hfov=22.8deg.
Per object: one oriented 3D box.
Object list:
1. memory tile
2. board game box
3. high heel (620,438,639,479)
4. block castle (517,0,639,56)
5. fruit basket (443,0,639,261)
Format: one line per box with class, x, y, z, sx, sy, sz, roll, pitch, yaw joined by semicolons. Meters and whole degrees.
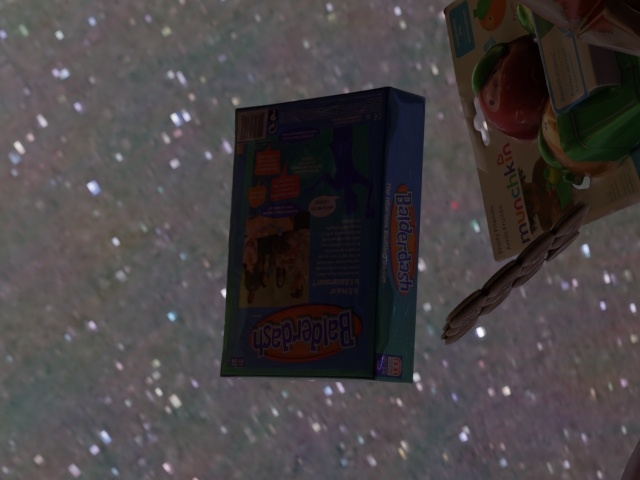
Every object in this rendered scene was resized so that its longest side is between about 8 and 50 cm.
memory tile;0.155;0.028;1.265;0.148;0.113;0.012;-40;-101;-9
board game box;0.000;0.000;1.178;0.160;0.047;0.210;-3;-99;43
high heel;0.169;0.146;0.637;0.127;0.377;0.181;-6;-90;3
block castle;0.152;-0.290;0.885;0.453;0.303;0.213;32;-101;-5
fruit basket;0.254;-0.175;1.742;0.353;0.165;0.327;-24;-109;51
